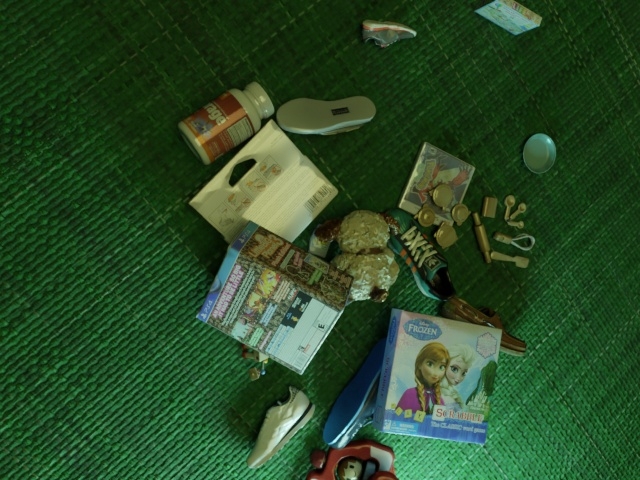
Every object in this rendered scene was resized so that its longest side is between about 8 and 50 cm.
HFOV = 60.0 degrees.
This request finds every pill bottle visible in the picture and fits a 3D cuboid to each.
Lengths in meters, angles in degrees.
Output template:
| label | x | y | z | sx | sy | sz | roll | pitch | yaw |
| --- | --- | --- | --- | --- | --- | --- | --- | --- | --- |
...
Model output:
| label | x | y | z | sx | sy | sz | roll | pitch | yaw |
| --- | --- | --- | --- | --- | --- | --- | --- | --- | --- |
| pill bottle | -0.224 | -0.287 | 1.334 | 0.216 | 0.121 | 0.121 | -37 | 106 | -12 |

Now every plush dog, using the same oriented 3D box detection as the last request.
| label | x | y | z | sx | sy | sz | roll | pitch | yaw |
| --- | --- | --- | --- | --- | --- | --- | --- | --- | --- |
| plush dog | 0.106 | 0.033 | 1.431 | 0.262 | 0.210 | 0.225 | -8 | 97 | -17 |

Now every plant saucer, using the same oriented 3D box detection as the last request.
| label | x | y | z | sx | sy | sz | roll | pitch | yaw |
| --- | --- | --- | --- | --- | --- | --- | --- | --- | --- |
| plant saucer | 0.659 | -0.264 | 1.681 | 0.119 | 0.021 | 0.119 | -2 | 97 | -19 |

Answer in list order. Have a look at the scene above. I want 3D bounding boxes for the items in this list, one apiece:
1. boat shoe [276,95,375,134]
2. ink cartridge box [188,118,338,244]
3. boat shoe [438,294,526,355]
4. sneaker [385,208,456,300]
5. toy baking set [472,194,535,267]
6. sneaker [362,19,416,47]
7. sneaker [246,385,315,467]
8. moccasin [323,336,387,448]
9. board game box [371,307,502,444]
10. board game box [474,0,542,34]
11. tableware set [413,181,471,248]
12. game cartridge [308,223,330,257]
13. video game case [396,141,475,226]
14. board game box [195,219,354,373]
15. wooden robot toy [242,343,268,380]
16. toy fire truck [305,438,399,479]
| label | x | y | z | sx | sy | sz | roll | pitch | yaw |
| --- | --- | --- | --- | --- | --- | --- | --- | --- | --- |
| boat shoe | 0.009 | -0.314 | 1.427 | 0.267 | 0.088 | 0.096 | -16 | 77 | -22 |
| ink cartridge box | -0.143 | -0.110 | 1.402 | 0.296 | 0.066 | 0.261 | -47 | 111 | -8 |
| boat shoe | 0.494 | 0.252 | 1.635 | 0.307 | 0.111 | 0.104 | 23 | 89 | -19 |
| sneaker | 0.284 | 0.039 | 1.537 | 0.108 | 0.121 | 0.302 | -39 | 105 | -11 |
| toy baking set | 0.556 | -0.019 | 1.669 | 0.197 | 0.030 | 0.256 | -18 | 101 | -16 |
| sneaker | 0.179 | -0.549 | 1.484 | 0.158 | 0.061 | 0.065 | 0 | 123 | -17 |
| sneaker | -0.122 | 0.499 | 1.481 | 0.095 | 0.090 | 0.235 | 45 | 77 | -4 |
| moccasin | 0.145 | 0.435 | 1.528 | 0.117 | 0.138 | 0.342 | 40 | 84 | -22 |
| board game box | 0.319 | 0.367 | 1.495 | 0.319 | 0.066 | 0.318 | 12 | 83 | -17 |
| board game box | 0.525 | -0.634 | 1.554 | 0.154 | 0.103 | 0.026 | 20 | 89 | -20 |
| tableware set | 0.351 | -0.071 | 1.577 | 0.169 | 0.020 | 0.141 | 43 | 84 | -19 |
| game cartridge | 0.000 | 0.000 | 1.495 | 0.056 | 0.017 | 0.083 | 19 | 89 | -16 |
| video game case | 0.332 | -0.153 | 1.584 | 0.183 | 0.023 | 0.201 | 22 | 88 | -19 |
| board game box | -0.106 | 0.135 | 1.316 | 0.291 | 0.141 | 0.232 | 29 | 120 | -2 |
| wooden robot toy | -0.155 | 0.277 | 1.460 | 0.079 | 0.076 | 0.173 | -8 | 100 | -53 |
| toy fire truck | 0.075 | 0.696 | 1.530 | 0.254 | 0.169 | 0.302 | 18 | 89 | -1 |
